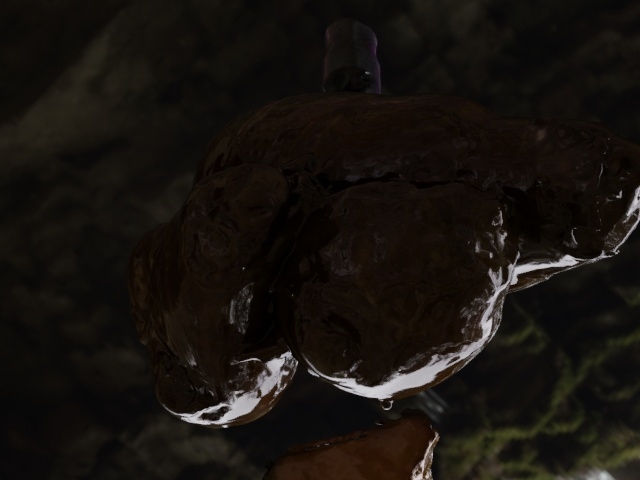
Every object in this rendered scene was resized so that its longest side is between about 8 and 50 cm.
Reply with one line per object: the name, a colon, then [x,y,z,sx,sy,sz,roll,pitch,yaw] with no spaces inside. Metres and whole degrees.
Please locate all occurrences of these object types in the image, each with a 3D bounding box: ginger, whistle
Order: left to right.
ginger: [0.000,0.000,0.415,0.103,0.073,0.162,-44,-158,-32]
whistle: [0.016,-0.047,0.807,0.033,0.033,0.176,-25,-137,25]

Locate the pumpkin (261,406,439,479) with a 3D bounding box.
pumpkin: [0.077,0.309,1.277,0.256,0.225,0.303,-40,-123,-17]
